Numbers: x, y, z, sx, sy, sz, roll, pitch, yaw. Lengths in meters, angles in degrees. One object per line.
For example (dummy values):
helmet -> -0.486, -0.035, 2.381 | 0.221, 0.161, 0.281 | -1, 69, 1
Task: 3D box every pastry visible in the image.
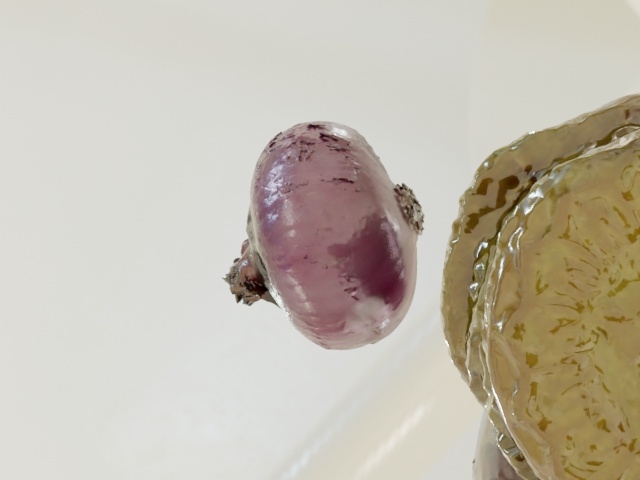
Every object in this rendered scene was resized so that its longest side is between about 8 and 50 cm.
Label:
pastry -> 0.079, 0.019, 0.392 | 0.109, 0.057, 0.097 | 39, -86, -5

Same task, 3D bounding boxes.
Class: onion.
onion -> 0.000, 0.000, 0.875 | 0.104, 0.115, 0.115 | -26, -120, 14

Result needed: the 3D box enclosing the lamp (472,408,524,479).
lamp -> 0.132, 0.078, 0.602 | 0.157, 0.135, 0.156 | 40, -84, 12
